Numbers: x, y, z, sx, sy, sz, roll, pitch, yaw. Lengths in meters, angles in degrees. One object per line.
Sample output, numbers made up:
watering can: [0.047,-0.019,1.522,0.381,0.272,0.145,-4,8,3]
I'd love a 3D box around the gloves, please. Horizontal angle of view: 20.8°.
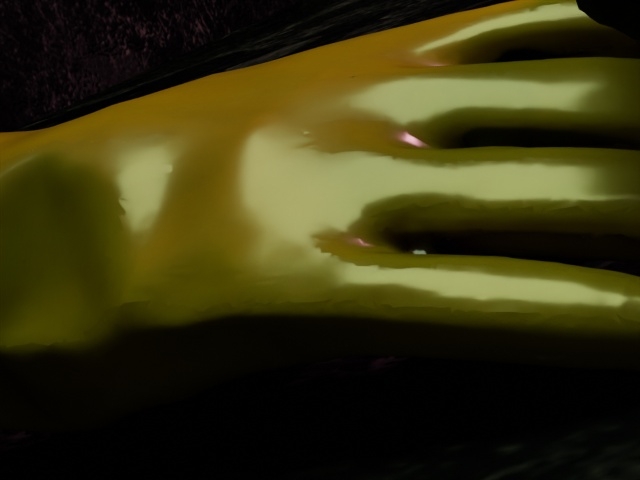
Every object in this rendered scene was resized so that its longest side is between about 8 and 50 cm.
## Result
gloves: [0.000,0.001,0.439,0.294,0.116,0.133,-7,42,23]

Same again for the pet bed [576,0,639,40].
pet bed: [0.153,-0.139,0.358,0.183,0.211,0.159,14,26,10]
